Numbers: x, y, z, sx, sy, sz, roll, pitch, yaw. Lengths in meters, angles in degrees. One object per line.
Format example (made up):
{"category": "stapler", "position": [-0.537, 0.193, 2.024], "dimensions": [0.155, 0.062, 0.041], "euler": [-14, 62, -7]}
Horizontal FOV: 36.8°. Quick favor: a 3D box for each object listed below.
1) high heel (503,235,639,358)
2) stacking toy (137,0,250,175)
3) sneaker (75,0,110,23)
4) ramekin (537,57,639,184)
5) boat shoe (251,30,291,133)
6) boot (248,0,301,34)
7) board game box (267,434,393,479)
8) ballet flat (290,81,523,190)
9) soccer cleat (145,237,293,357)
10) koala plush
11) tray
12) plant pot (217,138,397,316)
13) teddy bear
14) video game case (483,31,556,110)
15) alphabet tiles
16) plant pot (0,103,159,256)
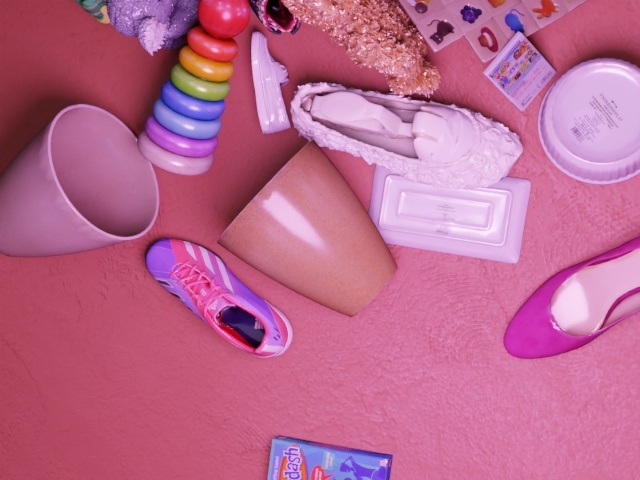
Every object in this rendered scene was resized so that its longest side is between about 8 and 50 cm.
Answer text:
{"category": "high heel", "position": [0.445, 0.074, 1.500], "dimensions": [0.377, 0.181, 0.127], "euler": [-36, 79, 11]}
{"category": "stacking toy", "position": [-0.209, -0.285, 1.662], "dimensions": [0.141, 0.141, 0.330], "euler": [29, 116, 14]}
{"category": "sneaker", "position": [-0.470, -0.540, 1.801], "dimensions": [0.109, 0.123, 0.295], "euler": [-42, 78, 10]}
{"category": "ramekin", "position": [0.455, -0.196, 1.548], "dimensions": [0.207, 0.109, 0.207], "euler": [-1, 88, 15]}
{"category": "boat shoe", "position": [-0.087, -0.285, 1.722], "dimensions": [0.063, 0.066, 0.184], "euler": [-8, 83, 1]}
{"category": "boot", "position": [-0.079, -0.397, 1.614], "dimensions": [0.085, 0.236, 0.178], "euler": [-13, 59, -3]}
{"category": "board game box", "position": [0.011, 0.436, 1.672], "dimensions": [0.210, 0.047, 0.160], "euler": [6, 89, 16]}
{"category": "ballet flat", "position": [0.130, -0.183, 1.613], "dimensions": [0.409, 0.147, 0.146], "euler": [14, 91, 16]}
{"category": "soccer cleat", "position": [-0.191, 0.096, 1.704], "dimensions": [0.318, 0.116, 0.108], "euler": [36, 97, 13]}
{"category": "koala plush", "position": [-0.297, -0.412, 1.678], "dimensions": [0.196, 0.221, 0.203], "euler": [45, 121, -2]}
{"category": "tray", "position": [0.214, -0.051, 1.647], "dimensions": [0.271, 0.030, 0.145], "euler": [9, 91, 15]}
{"category": "plant pot", "position": [0.000, 0.000, 1.619], "dimensions": [0.254, 0.237, 0.237], "euler": [42, 99, -2]}
{"category": "teddy bear", "position": [0.080, -0.356, 1.536], "dimensions": [0.113, 0.245, 0.338], "euler": [-33, 123, 30]}
{"category": "video game case", "position": [0.329, -0.277, 1.586], "dimensions": [0.087, 0.122, 0.011], "euler": [-50, 43, 8]}
{"category": "alphabet tiles", "position": [0.282, -0.461, 1.595], "dimensions": [0.343, 0.011, 0.285], "euler": [-32, 80, -9]}
{"category": "plant pot", "position": [-0.479, -0.073, 1.743], "dimensions": [0.274, 0.256, 0.256], "euler": [-24, 81, 30]}
